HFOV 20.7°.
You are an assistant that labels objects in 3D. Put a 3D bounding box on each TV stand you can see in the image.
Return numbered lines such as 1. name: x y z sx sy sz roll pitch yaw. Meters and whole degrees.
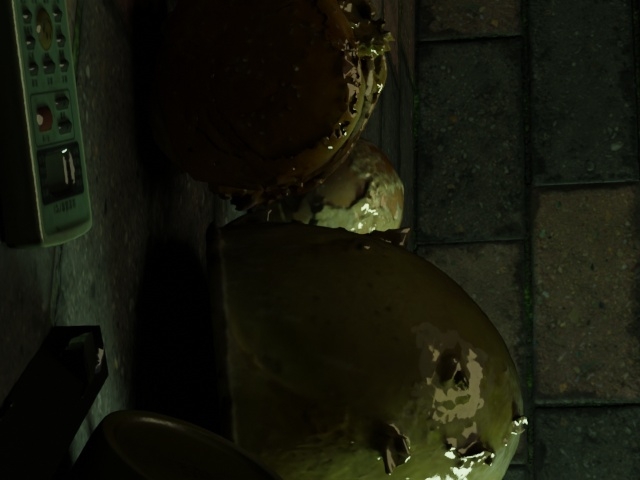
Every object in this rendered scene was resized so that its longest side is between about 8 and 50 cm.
1. TV stand: -0.214 0.139 1.322 0.256 0.040 0.049 -69 155 -66

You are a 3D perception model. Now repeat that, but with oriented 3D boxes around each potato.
1. potato: 0.044 0.168 1.837 0.442 0.320 0.385 100 -13 -69

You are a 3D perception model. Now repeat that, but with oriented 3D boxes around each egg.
1. egg: 0.008 -0.044 2.202 0.233 0.195 0.194 -159 -115 -77

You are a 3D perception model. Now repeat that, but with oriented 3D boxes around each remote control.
1. remote control: -0.221 -0.138 1.357 0.123 0.038 0.285 -31 118 -78

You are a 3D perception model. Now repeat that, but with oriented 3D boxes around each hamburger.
1. hamburger: -0.046 -0.167 1.750 0.211 0.261 0.245 -15 87 -75

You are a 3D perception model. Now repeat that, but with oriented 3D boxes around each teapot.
1. teapot: -0.136 0.248 1.426 0.175 0.186 0.267 -62 -153 10
